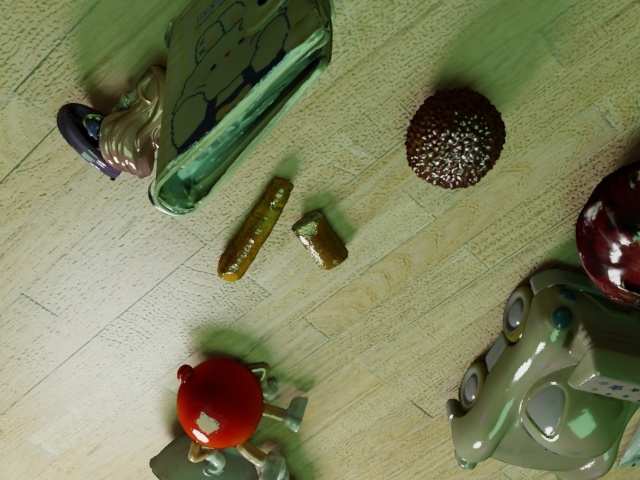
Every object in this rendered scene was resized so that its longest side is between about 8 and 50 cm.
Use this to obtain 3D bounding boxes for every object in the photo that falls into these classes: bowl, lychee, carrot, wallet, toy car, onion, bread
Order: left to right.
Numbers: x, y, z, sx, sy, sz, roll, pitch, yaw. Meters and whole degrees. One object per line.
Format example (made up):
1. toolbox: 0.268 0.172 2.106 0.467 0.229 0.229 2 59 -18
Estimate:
1. bowl: -0.167 0.345 1.296 0.189 0.189 0.086 24 88 -19
2. wallet: -0.076 -0.184 0.800 0.223 0.310 0.077 -38 123 20
3. carrot: -0.087 -0.014 1.092 0.042 0.042 0.171 23 120 -19
4. bread: 0.000 0.000 1.108 0.047 0.036 0.083 -34 122 2
5. lychee: 0.160 -0.121 0.976 0.123 0.129 0.123 0 89 4
6. toy car: 0.354 0.232 1.179 0.242 0.226 0.336 14 123 -13
7. onion: 0.451 0.005 1.024 0.252 0.219 0.252 3 132 4

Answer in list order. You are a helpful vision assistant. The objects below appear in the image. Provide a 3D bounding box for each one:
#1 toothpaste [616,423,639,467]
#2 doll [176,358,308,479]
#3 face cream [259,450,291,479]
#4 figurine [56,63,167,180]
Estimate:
1. toothpaste: 0.552 0.309 1.365 0.064 0.041 0.218 -1 130 -9
2. doll: -0.134 0.262 1.235 0.217 0.183 0.085 33 157 -19
3. face cream: -0.080 0.456 1.398 0.101 0.101 0.252 1 126 -4
4. figurine: -0.212 -0.132 0.955 0.157 0.114 0.126 -23 167 5
